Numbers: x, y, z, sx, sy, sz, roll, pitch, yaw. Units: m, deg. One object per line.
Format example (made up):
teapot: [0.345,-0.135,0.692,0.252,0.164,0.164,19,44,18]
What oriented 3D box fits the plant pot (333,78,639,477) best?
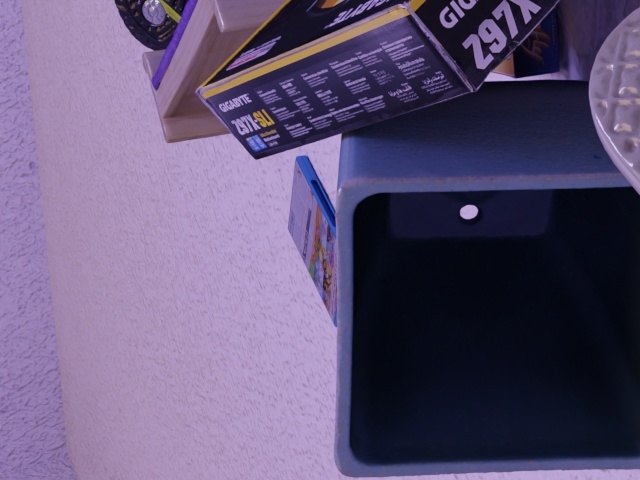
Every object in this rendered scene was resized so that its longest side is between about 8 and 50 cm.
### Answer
plant pot: [0.128,0.001,1.412,0.252,0.248,0.247,-95,4,-59]

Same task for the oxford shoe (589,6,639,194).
oxford shoe: [0.310,0.037,1.048,0.130,0.169,0.449,32,-159,-54]

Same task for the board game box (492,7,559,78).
board game box: [0.124,-0.230,1.588,0.243,0.042,0.165,-150,52,-68]

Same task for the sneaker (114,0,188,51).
sneaker: [-0.176,-0.418,2.291,0.145,0.147,0.384,3,104,26]

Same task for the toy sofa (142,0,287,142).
toy sofa: [-0.095,-0.254,2.085,0.362,0.150,0.177,130,126,-68]

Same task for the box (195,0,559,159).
box: [0.080,-0.185,1.325,0.079,0.257,0.322,51,156,-14]

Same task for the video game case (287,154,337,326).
video game case: [0.000,0.000,2.163,0.119,0.015,0.166,98,155,-44]
